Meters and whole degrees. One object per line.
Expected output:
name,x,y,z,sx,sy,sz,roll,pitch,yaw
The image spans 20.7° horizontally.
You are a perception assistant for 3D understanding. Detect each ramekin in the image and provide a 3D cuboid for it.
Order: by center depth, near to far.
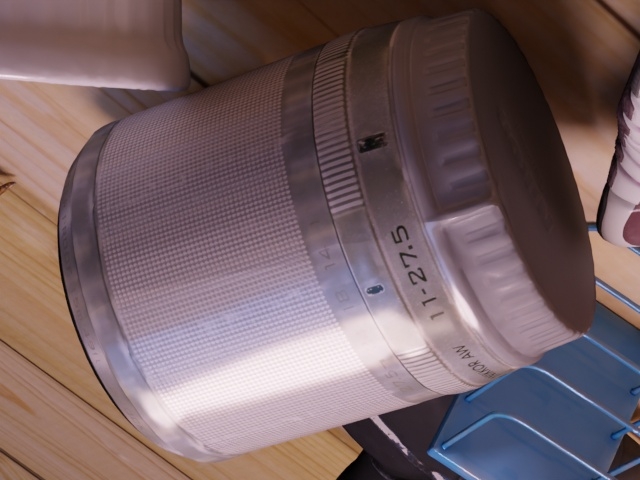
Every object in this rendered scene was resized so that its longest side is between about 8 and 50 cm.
ramekin,-0.209,-0.165,1.028,0.277,0.135,0.277,6,-174,-1

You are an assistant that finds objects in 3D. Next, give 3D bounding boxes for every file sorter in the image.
file sorter,0.174,0.092,1.175,0.118,0.170,0.104,34,150,-7

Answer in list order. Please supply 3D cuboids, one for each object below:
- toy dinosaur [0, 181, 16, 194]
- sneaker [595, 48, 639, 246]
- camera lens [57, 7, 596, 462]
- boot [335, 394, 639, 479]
toy dinosaur,-0.328,-0.075,1.539,0.112,0.064,0.211,53,141,-4
sneaker,0.244,-0.059,0.935,0.163,0.106,0.281,19,162,11
camera lens,0.000,0.000,1.043,0.274,0.219,0.219,-18,132,21
boot,-0.017,0.090,1.385,0.445,0.146,0.367,38,145,-20
